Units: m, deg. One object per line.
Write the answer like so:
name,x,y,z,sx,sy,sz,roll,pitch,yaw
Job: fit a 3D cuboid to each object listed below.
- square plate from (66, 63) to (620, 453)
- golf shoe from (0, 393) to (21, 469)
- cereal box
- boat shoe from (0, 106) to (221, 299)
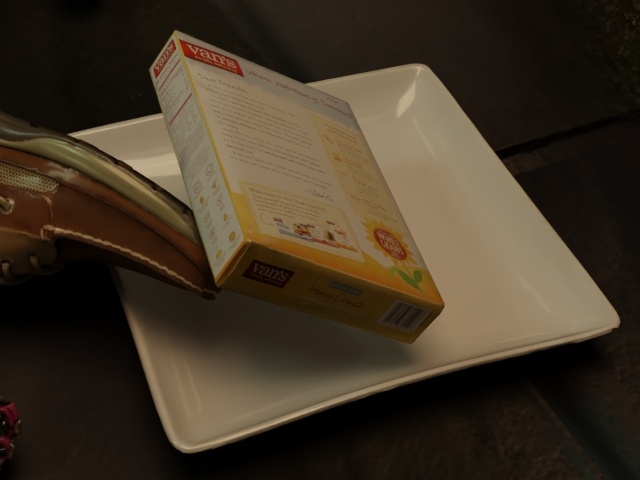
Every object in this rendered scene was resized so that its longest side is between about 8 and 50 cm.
square plate,0.000,0.000,0.960,0.344,0.049,0.347,-13,47,-18
golf shoe,-0.285,0.155,0.778,0.186,0.068,0.086,-33,28,-32
cereal box,-0.022,-0.042,0.877,0.173,0.047,0.240,19,33,-34
boat shoe,-0.217,-0.026,0.879,0.324,0.122,0.120,26,86,15
